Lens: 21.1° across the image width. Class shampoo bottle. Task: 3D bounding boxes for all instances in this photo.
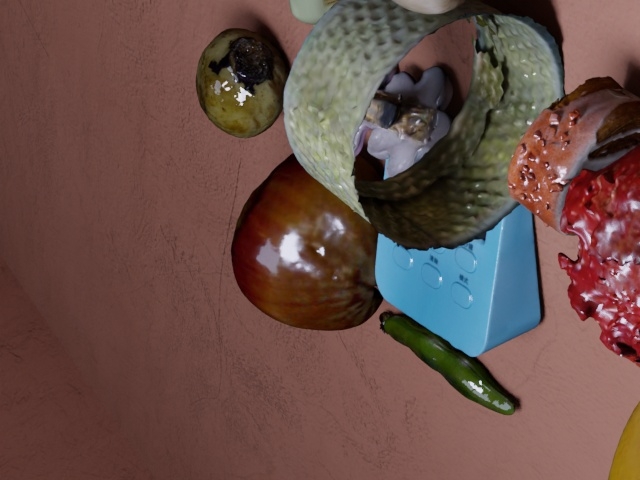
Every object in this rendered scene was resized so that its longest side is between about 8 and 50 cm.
[{"bbox_3d":[-0.002,-0.309,2.057,0.079,0.079,0.162,36,146,45],"label":"shampoo bottle"}]

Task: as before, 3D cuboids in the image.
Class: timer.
[{"bbox_3d":[0.154,-0.015,2.045,0.232,0.091,0.250,33,137,49],"label":"timer"}]

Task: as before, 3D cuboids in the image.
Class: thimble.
[{"bbox_3d":[0.110,-0.139,1.790,0.150,0.270,0.271,39,148,46],"label":"thimble"}]

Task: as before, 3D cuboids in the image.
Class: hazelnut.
[{"bbox_3d":[0.000,0.000,2.227,0.217,0.217,0.252,36,118,45],"label":"hazelnut"}]

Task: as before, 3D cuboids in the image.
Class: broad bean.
[{"bbox_3d":[0.158,0.152,2.271,0.297,0.043,0.060,36,157,47],"label":"broad bean"}]

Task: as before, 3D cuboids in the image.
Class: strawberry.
[{"bbox_3d":[0.341,0.018,1.470,0.220,0.274,0.274,-91,-12,-61],"label":"strawberry"}]

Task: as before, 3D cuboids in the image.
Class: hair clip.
[{"bbox_3d":[0.071,-0.152,2.037,0.257,0.075,0.146,29,108,59],"label":"hair clip"}]

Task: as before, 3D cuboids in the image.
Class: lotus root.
[{"bbox_3d":[-0.107,-0.204,2.338,0.138,0.138,0.214,55,166,16],"label":"lotus root"}]

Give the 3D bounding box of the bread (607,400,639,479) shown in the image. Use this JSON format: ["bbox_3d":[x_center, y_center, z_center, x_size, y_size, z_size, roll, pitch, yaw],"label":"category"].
[{"bbox_3d":[0.446,0.298,1.579,0.376,0.253,0.348,24,144,57],"label":"bread"}]

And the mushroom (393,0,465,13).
[{"bbox_3d":[0.142,-0.313,1.625,0.215,0.207,0.207,12,136,14],"label":"mushroom"}]

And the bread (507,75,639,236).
[{"bbox_3d":[0.259,-0.079,1.675,0.073,0.160,0.160,45,151,31],"label":"bread"}]
